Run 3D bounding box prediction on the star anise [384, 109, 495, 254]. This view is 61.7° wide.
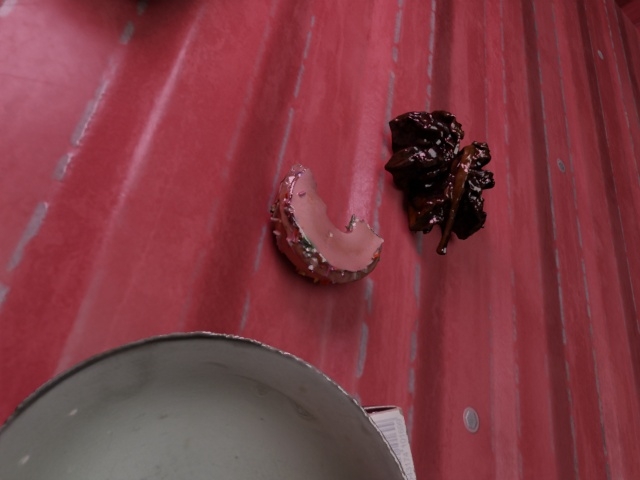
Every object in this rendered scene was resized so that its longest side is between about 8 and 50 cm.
[{"bbox_3d":[0.197,-0.110,0.831,0.190,0.125,0.220,-27,87,-48],"label":"star anise"}]

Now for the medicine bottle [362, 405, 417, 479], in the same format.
[{"bbox_3d":[0.039,0.236,0.490,0.052,0.201,0.171,-6,75,-15],"label":"medicine bottle"}]

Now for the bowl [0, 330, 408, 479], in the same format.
[{"bbox_3d":[-0.091,0.229,0.389,0.313,0.146,0.314,2,76,-6],"label":"bowl"}]

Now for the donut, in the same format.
[{"bbox_3d":[0.000,0.000,0.650,0.166,0.065,0.117,41,48,-18],"label":"donut"}]
